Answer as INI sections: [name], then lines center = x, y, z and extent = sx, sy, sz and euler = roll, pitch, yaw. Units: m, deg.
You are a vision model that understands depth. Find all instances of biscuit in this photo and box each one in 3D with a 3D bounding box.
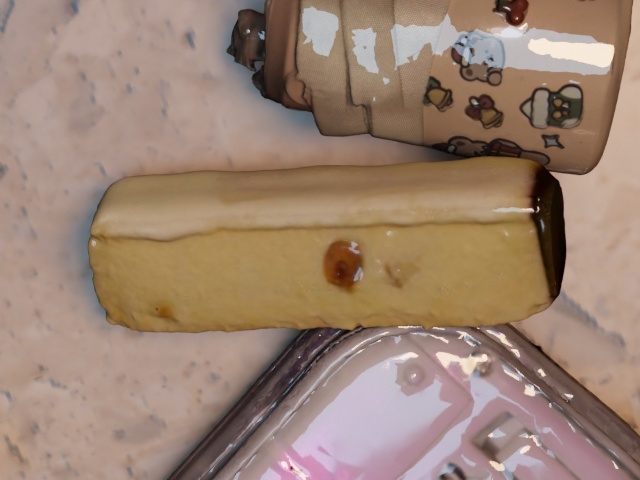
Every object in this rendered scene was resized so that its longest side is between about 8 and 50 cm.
[biscuit]
center = 0.000, 0.000, 0.658
extent = 0.188, 0.052, 0.056
euler = -3, 125, 17

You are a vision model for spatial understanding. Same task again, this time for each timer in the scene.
[timer]
center = 0.034, 0.133, 0.694
extent = 0.190, 0.069, 0.208
euler = 40, 94, -7

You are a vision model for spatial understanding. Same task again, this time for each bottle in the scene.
[bottle]
center = 0.039, -0.081, 0.657
extent = 0.152, 0.099, 0.099
euler = 10, 97, 2
